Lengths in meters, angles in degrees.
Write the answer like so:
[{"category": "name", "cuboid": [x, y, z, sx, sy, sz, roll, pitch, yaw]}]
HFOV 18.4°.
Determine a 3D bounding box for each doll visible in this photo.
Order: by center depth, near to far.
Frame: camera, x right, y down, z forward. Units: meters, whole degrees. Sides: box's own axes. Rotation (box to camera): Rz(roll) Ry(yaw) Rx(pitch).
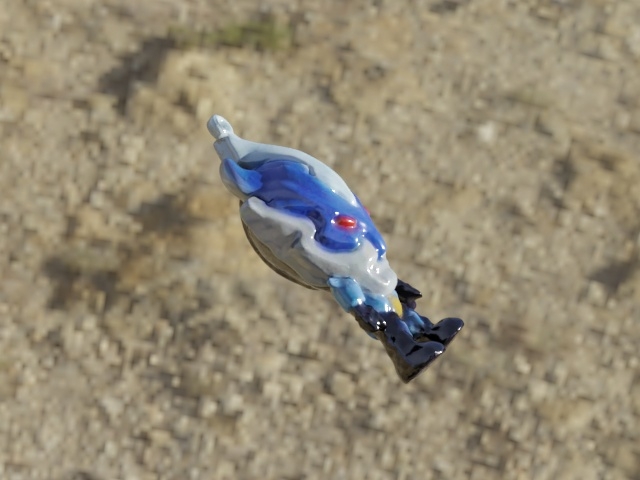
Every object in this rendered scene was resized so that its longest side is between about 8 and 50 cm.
[{"category": "doll", "cuboid": [0.000, 0.000, 1.152, 0.195, 0.070, 0.096, 46, 21, 6]}]
